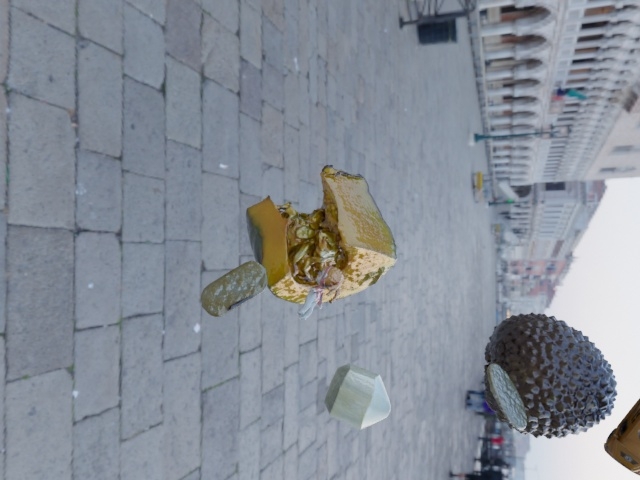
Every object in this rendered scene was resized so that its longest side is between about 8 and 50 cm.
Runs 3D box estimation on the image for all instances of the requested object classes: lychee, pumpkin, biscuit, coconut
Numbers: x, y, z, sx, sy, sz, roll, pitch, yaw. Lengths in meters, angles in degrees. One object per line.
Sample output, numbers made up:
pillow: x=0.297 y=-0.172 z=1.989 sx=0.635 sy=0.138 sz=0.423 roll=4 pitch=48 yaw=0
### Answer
lychee: x=0.471 y=0.283 z=1.150 sx=0.267 sy=0.268 sz=0.267 roll=-1 pitch=90 yaw=-72
pumpkin: x=0.000 y=0.000 z=1.242 sx=0.256 sy=0.304 sz=0.225 roll=46 pitch=24 yaw=-56
biscuit: x=0.324 y=0.269 z=0.958 sx=0.120 sy=0.015 sz=0.120 roll=40 pitch=30 yaw=-30
coconut: x=0.133 y=0.534 z=1.880 sx=0.202 sy=0.222 sz=0.202 roll=23 pitch=90 yaw=-80
biscuit: x=-0.170 y=0.096 z=1.095 sx=0.071 sy=0.147 sz=0.018 roll=59 pitch=1 yaw=13

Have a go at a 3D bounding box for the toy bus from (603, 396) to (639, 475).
toy bus: x=0.581 y=0.324 z=0.964 sx=0.088 sy=0.083 sz=0.194 roll=0 pitch=121 yaw=-61

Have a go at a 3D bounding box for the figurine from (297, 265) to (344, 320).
figurine: x=0.001 y=0.091 z=0.929 sx=0.109 sy=0.047 sz=0.064 roll=-51 pitch=149 yaw=-25
